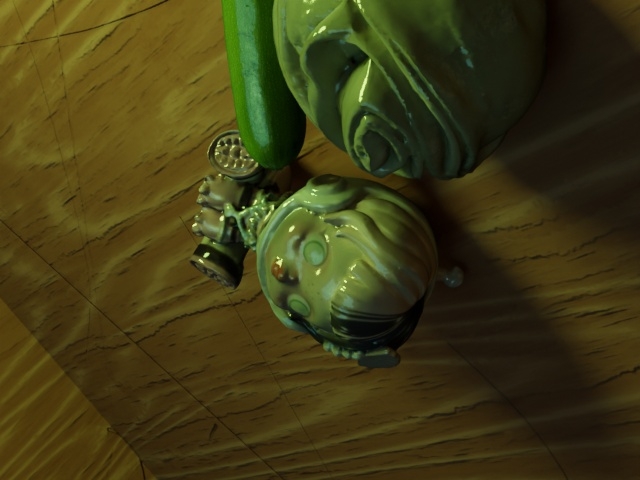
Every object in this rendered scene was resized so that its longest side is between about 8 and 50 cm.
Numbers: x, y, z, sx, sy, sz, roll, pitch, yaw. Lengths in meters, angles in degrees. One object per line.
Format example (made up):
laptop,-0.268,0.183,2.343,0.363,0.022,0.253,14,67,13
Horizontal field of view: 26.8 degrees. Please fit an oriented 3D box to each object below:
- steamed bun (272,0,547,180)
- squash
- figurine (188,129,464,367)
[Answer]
steamed bun,0.071,-0.202,1.490,0.324,0.219,0.310,39,148,12
squash,-0.072,-0.268,1.656,0.101,0.101,0.379,15,121,40
figurine,0.000,-0.007,1.813,0.361,0.211,0.253,33,144,24
